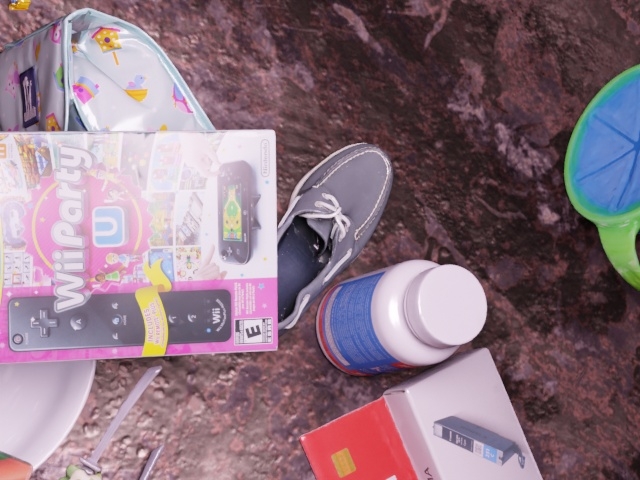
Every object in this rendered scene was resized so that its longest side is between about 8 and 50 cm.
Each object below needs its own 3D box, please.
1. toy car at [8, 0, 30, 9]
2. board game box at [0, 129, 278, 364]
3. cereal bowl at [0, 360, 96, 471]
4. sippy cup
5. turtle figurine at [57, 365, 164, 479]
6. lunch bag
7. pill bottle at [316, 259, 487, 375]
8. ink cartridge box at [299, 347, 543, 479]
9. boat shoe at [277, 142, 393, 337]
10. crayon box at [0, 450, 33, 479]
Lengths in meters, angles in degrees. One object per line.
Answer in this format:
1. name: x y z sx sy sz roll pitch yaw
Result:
1. toy car: -0.378 -0.302 1.731 0.122 0.040 0.060 13 75 -24
2. board game box: -0.199 0.003 1.509 0.303 0.097 0.224 -2 95 -14
3. cereal bowl: -0.407 0.097 1.572 0.339 0.141 0.338 0 90 -28
4. sippy cup: 0.483 -0.090 2.044 0.224 0.240 0.305 25 109 -32
5. turtle figurine: -0.255 0.304 1.611 0.266 0.198 0.274 -16 85 -13
6. lunch bag: -0.238 -0.117 1.661 0.160 0.223 0.262 -43 106 -27
7. pill bottle: 0.095 0.089 1.798 0.124 0.221 0.124 5 79 -26
8. ink cartridge box: 0.147 0.316 1.872 0.261 0.066 0.296 -24 92 -30
9. boat shoe: 0.000 0.000 1.835 0.116 0.099 0.319 46 64 -12
10. crayon box: -0.421 0.318 1.419 0.202 0.081 0.318 28 72 -26
